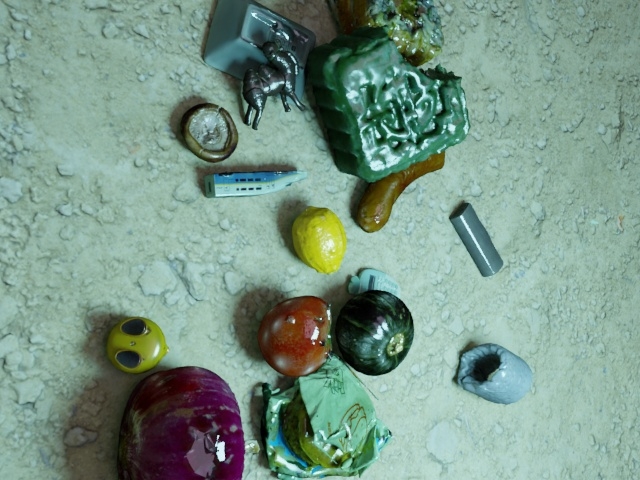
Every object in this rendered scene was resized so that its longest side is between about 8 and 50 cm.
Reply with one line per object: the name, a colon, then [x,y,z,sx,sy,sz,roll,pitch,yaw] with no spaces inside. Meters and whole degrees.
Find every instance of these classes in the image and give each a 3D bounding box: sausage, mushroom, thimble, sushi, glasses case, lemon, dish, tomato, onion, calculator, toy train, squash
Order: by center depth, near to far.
onion: [-0.233,0.354,1.324,0.273,0.230,0.256,-24,97,-25]
mushroom: [-0.223,-0.214,1.493,0.123,0.052,0.123,6,76,-27]
tomato: [-0.050,0.192,1.506,0.167,0.167,0.167,4,83,-33]
toy train: [-0.125,-0.118,1.548,0.234,0.052,0.051,-5,90,-34]
dish: [-0.108,-0.417,1.575,0.243,0.080,0.181,20,74,-31]
lemon: [0.000,0.000,1.580,0.114,0.114,0.155,-27,105,-32]
squash: [0.116,0.199,1.607,0.193,0.156,0.193,-52,154,-38]
calculator: [0.124,0.115,1.703,0.153,0.021,0.095,16,76,-31]
sushi: [0.158,-0.508,1.722,0.274,0.139,0.184,13,76,-31]
sausage: [0.180,-0.136,1.733,0.302,0.076,0.102,-43,106,-29]
thimble: [0.418,0.320,1.795,0.118,0.151,0.127,33,59,-30]
glasses case: [0.399,-0.001,1.887,0.072,0.042,0.190,-44,108,-37]

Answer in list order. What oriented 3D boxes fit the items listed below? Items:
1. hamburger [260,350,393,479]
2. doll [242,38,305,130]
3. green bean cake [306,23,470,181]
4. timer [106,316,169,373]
hamburger: [0.017,0.381,1.529,0.276,0.151,0.260,-23,96,-32]
doll: [-0.103,-0.325,1.534,0.139,0.057,0.165,-21,120,-17]
green bean cake: [0.153,-0.313,1.618,0.300,0.169,0.307,-27,113,-15]
timer: [-0.335,0.193,1.366,0.107,0.109,0.107,1,77,-4]
